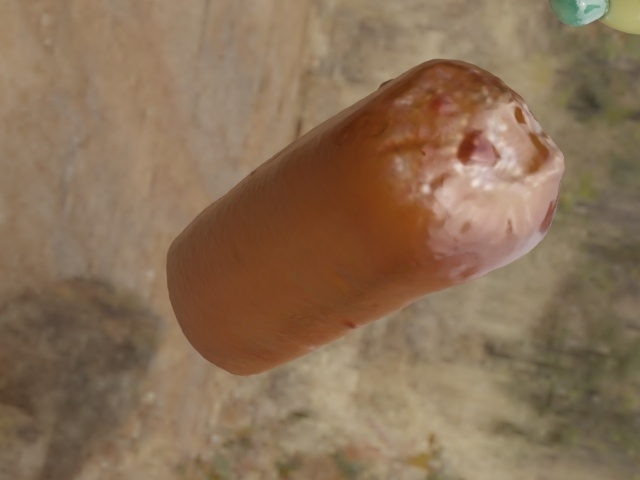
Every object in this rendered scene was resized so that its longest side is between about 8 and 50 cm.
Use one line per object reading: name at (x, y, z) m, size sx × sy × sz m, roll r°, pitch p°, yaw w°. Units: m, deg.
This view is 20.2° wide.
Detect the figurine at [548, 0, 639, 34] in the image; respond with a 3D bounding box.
figurine at (0.257, -0.261, 1.119) m, size 0.222 × 0.124 × 0.324 m, roll -12°, pitch 147°, yaw -33°

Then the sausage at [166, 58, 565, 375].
sausage at (0.000, -0.001, 0.872) m, size 0.094 × 0.097 × 0.348 m, roll -27°, pitch 179°, yaw -29°
